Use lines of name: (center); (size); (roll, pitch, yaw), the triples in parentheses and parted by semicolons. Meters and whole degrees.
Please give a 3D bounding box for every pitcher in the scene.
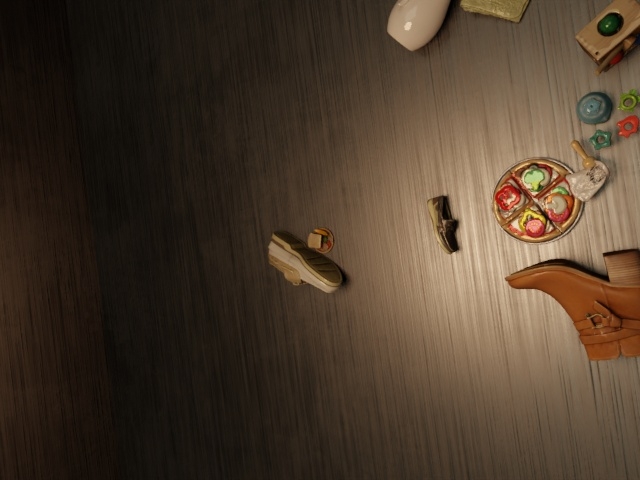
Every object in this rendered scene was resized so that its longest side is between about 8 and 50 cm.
pitcher: (0.240, -0.581, 1.196); (0.207, 0.177, 0.125); (-52, 50, 26)

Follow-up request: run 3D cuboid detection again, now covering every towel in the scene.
towel: (0.409, -0.575, 1.145); (0.148, 0.027, 0.110); (23, 106, 17)

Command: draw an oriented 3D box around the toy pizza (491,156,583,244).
toy pizza: (0.489, -0.090, 1.137); (0.201, 0.032, 0.201); (3, 95, 36)

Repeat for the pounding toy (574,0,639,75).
pounding toy: (0.580, -0.395, 0.980); (0.130, 0.141, 0.100); (-43, 69, 30)

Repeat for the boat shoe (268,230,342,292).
boat shoe: (-0.051, 0.083, 1.508); (0.302, 0.113, 0.103); (38, 116, 40)

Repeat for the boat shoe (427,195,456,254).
boat shoe: (0.315, -0.041, 1.255); (0.049, 0.056, 0.152); (-27, 77, 40)

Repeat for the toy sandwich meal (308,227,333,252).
toy sandwich meal: (0.000, 0.000, 1.506); (0.085, 0.029, 0.086); (3, 95, 36)

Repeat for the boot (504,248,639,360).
boot: (0.559, 0.146, 1.072); (0.283, 0.109, 0.220); (-11, 91, 29)

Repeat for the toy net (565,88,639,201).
toy net: (0.594, -0.197, 1.048); (0.122, 0.045, 0.232); (10, 101, 34)
